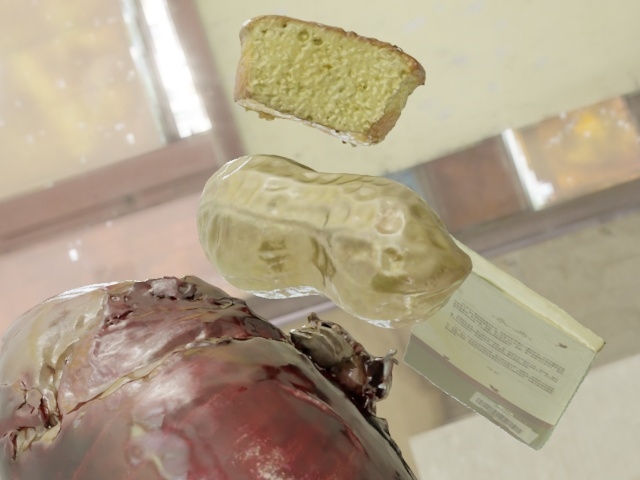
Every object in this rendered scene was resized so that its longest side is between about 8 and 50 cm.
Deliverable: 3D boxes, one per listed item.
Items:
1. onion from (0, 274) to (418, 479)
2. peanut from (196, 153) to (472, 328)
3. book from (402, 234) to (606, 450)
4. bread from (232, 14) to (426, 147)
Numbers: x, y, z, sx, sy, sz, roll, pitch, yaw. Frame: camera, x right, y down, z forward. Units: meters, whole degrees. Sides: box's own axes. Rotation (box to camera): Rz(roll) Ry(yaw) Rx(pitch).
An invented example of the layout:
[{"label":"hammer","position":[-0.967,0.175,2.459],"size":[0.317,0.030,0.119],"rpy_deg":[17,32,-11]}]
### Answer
[{"label":"onion","position":[-0.051,0.143,0.761],"size":[0.314,0.232,0.314],"rpy_deg":[36,157,18]},{"label":"peanut","position":[0.000,0.000,1.121],"size":[0.298,0.136,0.120],"rpy_deg":[14,129,46]},{"label":"book","position":[0.189,0.122,1.503],"size":[0.201,0.026,0.289],"rpy_deg":[35,154,13]},{"label":"bread","position":[0.005,-0.154,1.319],"size":[0.065,0.187,0.103],"rpy_deg":[141,148,-84]}]
